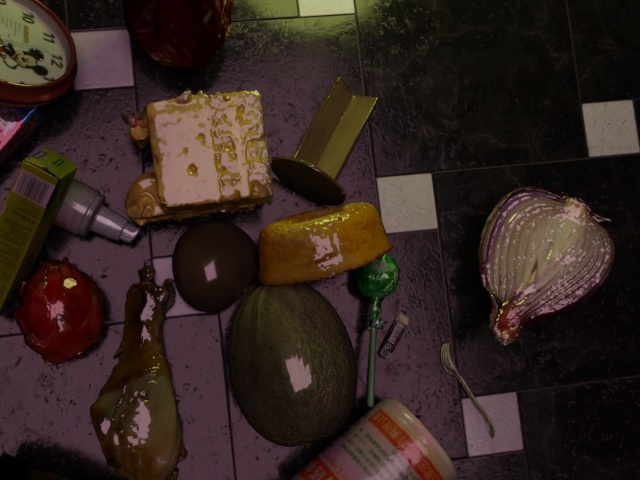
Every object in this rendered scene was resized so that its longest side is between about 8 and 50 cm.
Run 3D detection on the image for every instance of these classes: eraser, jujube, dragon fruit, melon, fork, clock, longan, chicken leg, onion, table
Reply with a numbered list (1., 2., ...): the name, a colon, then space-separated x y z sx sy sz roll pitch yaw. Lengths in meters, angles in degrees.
1. eraser: 0.153 0.200 1.933 0.027 0.019 0.099 33 81 -18
2. jujube: -0.275 -0.467 1.796 0.223 0.318 0.223 3 75 -12
3. dragon fruit: -0.498 0.140 1.770 0.172 0.172 0.209 -6 95 -9
4. melon: -0.056 0.236 1.788 0.248 0.248 0.329 -13 83 -9
5. fork: 0.306 0.317 1.939 0.028 0.034 0.219 -28 90 -37
6. clock: -0.624 -0.379 1.784 0.318 0.080 0.318 25 41 -23
7. longan: -0.210 0.049 1.824 0.189 0.189 0.189 1 84 -8
8. chicken leg: -0.341 0.264 1.805 0.201 0.153 0.429 7 75 -20
9. onion: 0.430 0.067 1.917 0.267 0.159 0.349 35 79 9
10. table: 0.022 -0.210 1.902 0.167 0.167 0.227 29 72 -4

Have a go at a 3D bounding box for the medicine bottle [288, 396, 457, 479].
1. medicine bottle: 0.057 0.502 1.787 0.388 0.219 0.219 -39 90 -9

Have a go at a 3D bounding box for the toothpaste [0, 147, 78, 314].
1. toothpaste: -0.563 -0.014 1.741 0.077 0.110 0.327 28 108 -6

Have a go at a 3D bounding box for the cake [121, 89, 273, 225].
1. cake: -0.248 -0.155 1.811 0.286 0.222 0.227 -7 83 -8

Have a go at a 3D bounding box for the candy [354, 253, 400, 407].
1. candy: 0.110 0.177 1.864 0.097 0.097 0.323 7 70 -7

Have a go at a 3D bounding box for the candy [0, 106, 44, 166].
1. candy: -0.705 -0.187 1.812 0.157 0.100 0.306 40 81 -2

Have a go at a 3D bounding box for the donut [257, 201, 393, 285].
1. donut: 0.001 -0.001 1.804 0.277 0.277 0.108 -14 98 -9

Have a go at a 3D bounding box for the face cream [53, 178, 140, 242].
1. face cream: -0.477 -0.062 1.830 0.251 0.101 0.101 27 81 -5

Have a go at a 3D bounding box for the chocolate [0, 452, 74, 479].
1. chocolate: -0.446 0.589 1.642 0.331 0.383 0.384 10 82 -13
